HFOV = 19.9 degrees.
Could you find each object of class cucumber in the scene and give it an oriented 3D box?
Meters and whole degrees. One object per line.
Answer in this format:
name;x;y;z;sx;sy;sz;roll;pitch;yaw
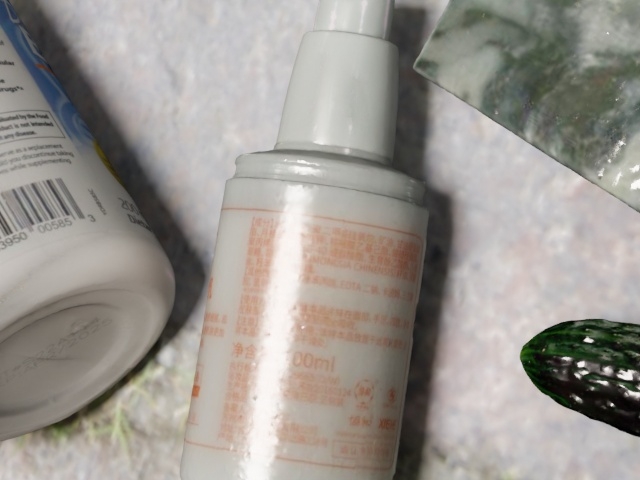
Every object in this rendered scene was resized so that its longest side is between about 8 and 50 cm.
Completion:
cucumber;0.179;0.077;0.772;0.214;0.058;0.052;18;126;35

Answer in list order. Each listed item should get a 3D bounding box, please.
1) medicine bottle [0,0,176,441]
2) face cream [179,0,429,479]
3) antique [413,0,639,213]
medicine bottle;-0.206;-0.047;0.966;0.157;0.157;0.289;-43;63;19
face cream;0.000;0.000;0.867;0.101;0.101;0.252;6;86;32
antique;0.145;-0.062;0.797;0.183;0.086;0.088;37;102;30
